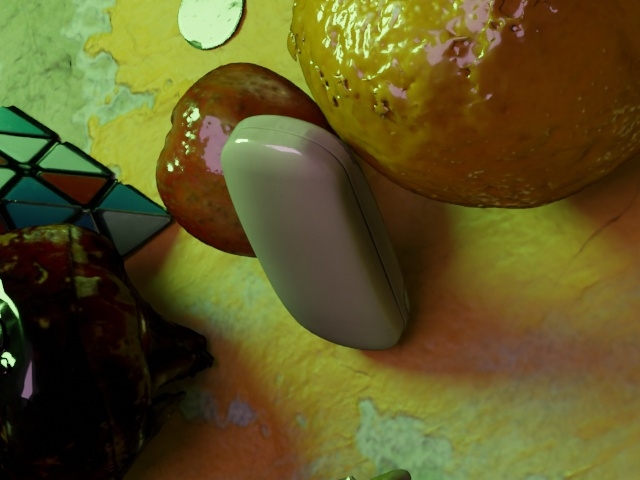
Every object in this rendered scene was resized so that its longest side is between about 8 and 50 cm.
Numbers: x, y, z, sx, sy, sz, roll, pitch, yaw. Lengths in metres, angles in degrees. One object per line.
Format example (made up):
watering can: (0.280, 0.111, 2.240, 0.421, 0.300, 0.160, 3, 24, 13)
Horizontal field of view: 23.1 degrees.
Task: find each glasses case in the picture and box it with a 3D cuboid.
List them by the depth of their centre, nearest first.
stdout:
glasses case: (0.000, 0.000, 1.364, 0.113, 0.297, 0.075, 10, 56, 25)

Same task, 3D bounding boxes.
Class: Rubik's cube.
Rubik's cube: (-0.266, 0.006, 1.650, 0.234, 0.284, 0.250, 0, 107, 11)

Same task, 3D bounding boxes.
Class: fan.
fan: (-0.097, -0.253, 1.628, 0.133, 0.005, 0.085, -32, 65, 25)

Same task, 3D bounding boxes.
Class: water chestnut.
water chestnut: (-0.262, 0.127, 1.527, 0.289, 0.244, 0.289, -6, 80, 35)

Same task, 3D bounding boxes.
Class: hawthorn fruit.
hawthorn fruit: (-0.051, -0.067, 1.473, 0.200, 0.179, 0.179, 24, 94, 20)

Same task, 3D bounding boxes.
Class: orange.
orange: (0.152, -0.186, 1.294, 0.341, 0.293, 0.340, -23, 54, 35)

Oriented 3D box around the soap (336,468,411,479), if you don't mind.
soap: (-0.013, 0.301, 1.390, 0.233, 0.076, 0.135, -26, 70, 30)
